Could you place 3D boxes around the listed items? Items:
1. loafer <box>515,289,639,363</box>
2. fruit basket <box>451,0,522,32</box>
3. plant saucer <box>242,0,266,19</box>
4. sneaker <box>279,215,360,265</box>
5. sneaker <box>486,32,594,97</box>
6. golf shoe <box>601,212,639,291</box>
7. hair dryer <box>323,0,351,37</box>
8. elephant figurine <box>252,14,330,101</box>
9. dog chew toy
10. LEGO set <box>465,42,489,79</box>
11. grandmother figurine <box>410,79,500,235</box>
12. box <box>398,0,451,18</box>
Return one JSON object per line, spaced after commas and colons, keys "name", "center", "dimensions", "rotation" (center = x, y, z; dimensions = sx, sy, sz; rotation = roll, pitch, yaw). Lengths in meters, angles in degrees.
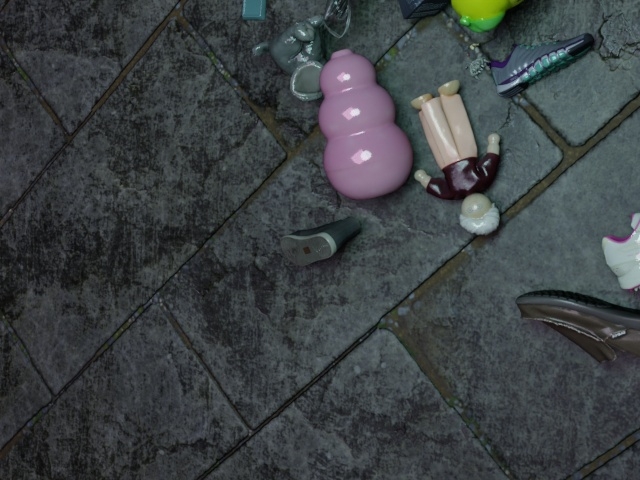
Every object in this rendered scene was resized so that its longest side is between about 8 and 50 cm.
{"name": "loafer", "center": [0.580, 0.193, 1.577], "dimensions": [0.365, 0.133, 0.130], "rotation": [14, 98, 24]}
{"name": "fruit basket", "center": [0.388, -0.603, 1.498], "dimensions": [0.282, 0.392, 0.392], "rotation": [-9, 89, 25]}
{"name": "plant saucer", "center": [-0.165, -0.661, 1.941], "dimensions": [0.067, 0.018, 0.192], "rotation": [7, 95, 24]}
{"name": "sneaker", "center": [0.000, 0.000, 1.874], "dimensions": [0.222, 0.118, 0.083], "rotation": [-4, 112, 52]}
{"name": "sneaker", "center": [0.465, -0.401, 1.631], "dimensions": [0.223, 0.083, 0.098], "rotation": [-28, 76, 24]}
{"name": "golf shoe", "center": [0.707, -0.026, 1.523], "dimensions": [0.306, 0.115, 0.140], "rotation": [-38, 74, 20]}
{"name": "hair dryer", "center": [0.057, -0.628, 1.711], "dimensions": [0.223, 0.080, 0.294], "rotation": [-28, 69, 22]}
{"name": "elephant figurine", "center": [-0.009, -0.400, 1.818], "dimensions": [0.186, 0.169, 0.240], "rotation": [-13, 104, 53]}
{"name": "dog chew toy", "center": [0.088, -0.264, 1.722], "dimensions": [0.206, 0.206, 0.332], "rotation": [-11, 99, 25]}
{"name": "LEGO set", "center": [0.347, -0.403, 1.714], "dimensions": [0.054, 0.023, 0.083], "rotation": [-30, 80, 23]}
{"name": "grandmother figurine", "center": [0.307, -0.170, 1.706], "dimensions": [0.207, 0.104, 0.343], "rotation": [-26, 79, 32]}
{"name": "box", "center": [0.233, -0.596, 1.677], "dimensions": [0.158, 0.093, 0.156], "rotation": [-27, 78, 67]}
